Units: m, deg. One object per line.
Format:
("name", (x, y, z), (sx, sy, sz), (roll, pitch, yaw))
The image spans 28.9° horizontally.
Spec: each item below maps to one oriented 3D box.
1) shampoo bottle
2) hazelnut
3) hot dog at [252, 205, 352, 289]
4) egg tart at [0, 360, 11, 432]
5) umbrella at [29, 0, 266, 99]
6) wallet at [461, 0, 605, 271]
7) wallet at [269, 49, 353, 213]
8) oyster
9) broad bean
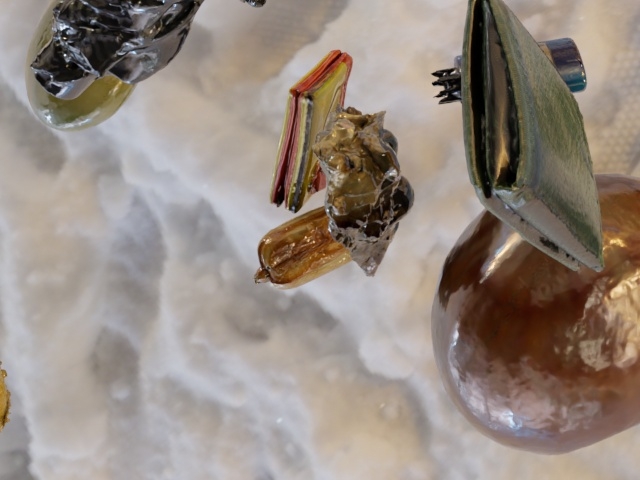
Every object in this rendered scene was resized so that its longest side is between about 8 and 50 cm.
("shampoo bottle", (0.229, -0.202, 1.528), (0.183, 0.087, 0.050), (-9, 141, -1))
("hazelnut", (0.296, 0.083, 1.511), (0.366, 0.366, 0.366), (9, 110, 26))
("hot dog", (0.000, 0.000, 1.945), (0.249, 0.076, 0.102), (-27, 92, -12))
("egg tart", (-0.322, 0.125, 1.061), (0.074, 0.191, 0.191), (-19, 97, 6))
("umbrella", (-0.122, -0.197, 0.962), (0.128, 0.154, 0.336), (38, 123, -18))
("wallet", (0.163, -0.075, 0.941), (0.055, 0.236, 0.160), (-9, 72, 24))
("wallet", (-0.007, -0.164, 1.894), (0.067, 0.141, 0.241), (29, 138, 16))
("oyster", (0.061, -0.093, 1.572), (0.096, 0.361, 0.221), (-11, 73, 10))
("broad bean", (-0.287, -0.232, 1.528), (0.189, 0.263, 0.121), (-32, 120, 12))
